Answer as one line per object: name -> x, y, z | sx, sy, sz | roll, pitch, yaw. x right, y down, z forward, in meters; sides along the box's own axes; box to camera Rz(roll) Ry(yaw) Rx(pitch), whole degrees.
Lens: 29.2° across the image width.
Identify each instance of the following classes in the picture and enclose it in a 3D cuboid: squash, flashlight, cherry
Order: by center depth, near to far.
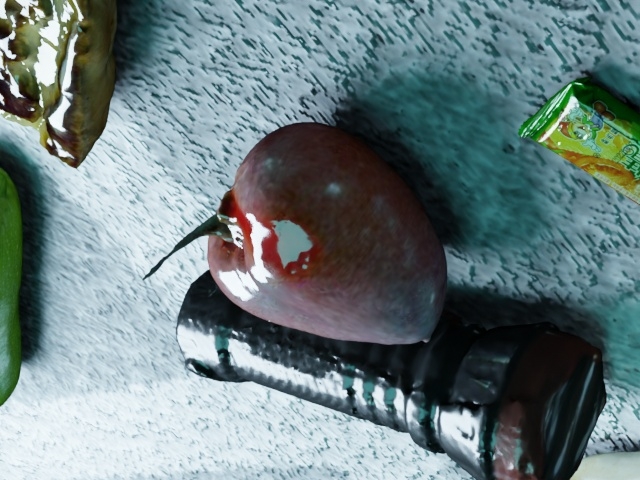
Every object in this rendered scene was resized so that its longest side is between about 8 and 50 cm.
cherry -> -0.001, -0.001, 0.589 | 0.126, 0.087, 0.106 | 32, 143, -33
flashlight -> 0.029, 0.063, 0.652 | 0.232, 0.093, 0.093 | 16, 143, 32
squash -> -0.246, 0.044, 0.841 | 0.082, 0.082, 0.292 | 29, 146, 5

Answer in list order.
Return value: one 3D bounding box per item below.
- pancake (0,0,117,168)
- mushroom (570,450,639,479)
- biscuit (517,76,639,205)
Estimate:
pancake -> -0.155, -0.132, 0.578 | 0.257, 0.056, 0.212 | -10, 120, 54
mushroom -> 0.199, 0.124, 0.618 | 0.059, 0.054, 0.202 | 45, 148, -19
biscuit -> 0.128, -0.034, 0.505 | 0.089, 0.016, 0.046 | 33, 146, 0
